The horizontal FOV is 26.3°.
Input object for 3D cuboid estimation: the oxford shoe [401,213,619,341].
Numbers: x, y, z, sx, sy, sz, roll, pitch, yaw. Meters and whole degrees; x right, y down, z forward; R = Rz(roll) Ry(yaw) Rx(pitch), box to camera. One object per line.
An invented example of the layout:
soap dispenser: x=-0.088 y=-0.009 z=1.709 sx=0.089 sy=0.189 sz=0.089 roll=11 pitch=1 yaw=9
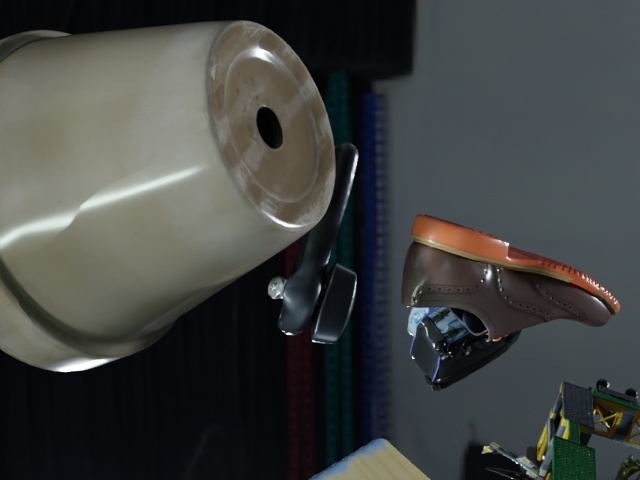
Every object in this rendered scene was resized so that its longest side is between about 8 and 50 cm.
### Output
oxford shoe: x=0.186 y=0.055 z=1.367 sx=0.271 sy=0.098 sz=0.097 roll=19 pitch=180 yaw=-31

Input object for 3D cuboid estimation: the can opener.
can opener: x=0.000 y=0.000 z=1.255 sx=0.073 sy=0.186 sz=0.059 roll=15 pitch=169 yaw=-21

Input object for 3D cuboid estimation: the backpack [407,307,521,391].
backpack: x=0.150 y=0.087 z=1.433 sx=0.114 sy=0.084 sz=0.105 roll=-25 pitch=154 yaw=-15

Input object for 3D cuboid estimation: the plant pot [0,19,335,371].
plant pot: x=-0.150 y=-0.064 z=1.234 sx=0.280 sy=0.323 sz=0.323 roll=-16 pitch=177 yaw=31

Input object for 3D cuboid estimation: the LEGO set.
LEGO set: x=0.317 y=0.312 z=1.501 sx=0.255 sy=0.192 sz=0.331 roll=15 pitch=-158 yaw=-4

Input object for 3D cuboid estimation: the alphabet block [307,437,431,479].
alphabet block: x=0.038 y=0.313 z=1.134 sx=0.197 sy=0.192 sz=0.193 roll=40 pitch=-154 yaw=18
